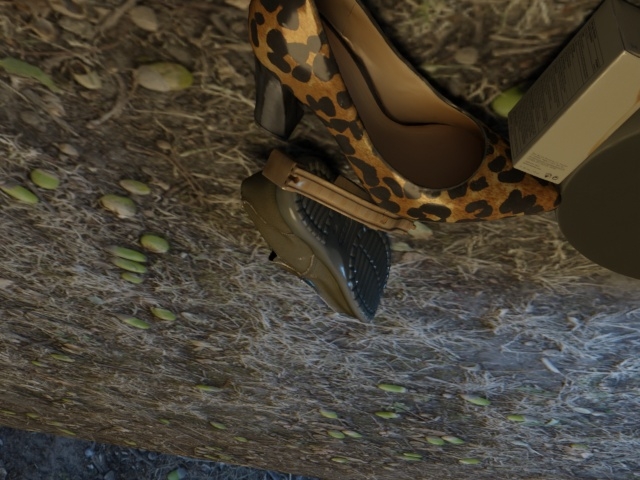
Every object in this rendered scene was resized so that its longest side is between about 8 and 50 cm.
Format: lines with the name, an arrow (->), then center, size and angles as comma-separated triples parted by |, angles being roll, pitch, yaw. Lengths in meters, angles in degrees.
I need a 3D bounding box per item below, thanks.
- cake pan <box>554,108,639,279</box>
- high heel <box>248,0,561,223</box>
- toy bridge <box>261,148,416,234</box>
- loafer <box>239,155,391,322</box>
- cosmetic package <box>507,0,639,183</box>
cake pan -> 0.316, -0.043, 0.556 | 0.293, 0.054, 0.293 | 9, 151, 5
high heel -> 0.070, -0.095, 0.502 | 0.261, 0.093, 0.186 | 20, 158, 2
toy bridge -> 0.034, -0.032, 0.624 | 0.188, 0.026, 0.063 | 18, -165, -49
loafer -> 0.000, 0.000, 0.728 | 0.087, 0.094, 0.251 | 8, 149, 32
cosmetic package -> 0.177, -0.098, 0.483 | 0.041, 0.060, 0.115 | 18, 143, -15
